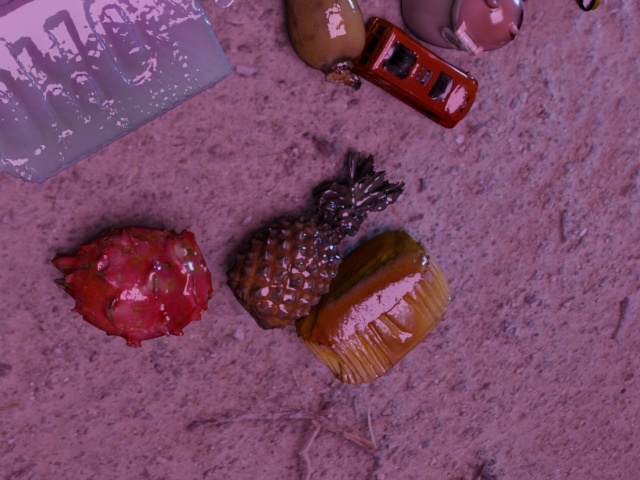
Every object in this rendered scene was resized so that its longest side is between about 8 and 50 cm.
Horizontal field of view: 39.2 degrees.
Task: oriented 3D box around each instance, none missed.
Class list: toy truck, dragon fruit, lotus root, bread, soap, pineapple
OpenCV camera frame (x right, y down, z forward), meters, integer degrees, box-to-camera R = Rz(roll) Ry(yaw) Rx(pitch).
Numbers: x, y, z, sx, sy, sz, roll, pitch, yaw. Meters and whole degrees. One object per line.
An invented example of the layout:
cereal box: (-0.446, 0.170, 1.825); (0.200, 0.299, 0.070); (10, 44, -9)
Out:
toy truck: (0.178, -0.283, 1.570); (0.253, 0.114, 0.107); (26, 99, -28)
dragon fruit: (-0.309, 0.068, 1.469); (0.268, 0.205, 0.210); (9, 72, -3)
lotus root: (0.009, -0.345, 1.467); (0.118, 0.125, 0.220); (-25, 112, -26)
bread: (0.090, 0.112, 1.651); (0.288, 0.204, 0.156); (-37, 125, 1)
soap: (-0.387, -0.256, 1.314); (0.446, 0.156, 0.261); (-30, 124, -8)
pineapple: (0.000, 0.000, 1.593); (0.361, 0.175, 0.175); (-39, 121, -10)

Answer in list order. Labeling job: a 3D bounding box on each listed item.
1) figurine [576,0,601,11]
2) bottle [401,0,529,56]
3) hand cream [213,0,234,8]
figurine: (0.517, -0.557, 1.574); (0.169, 0.218, 0.326); (39, 103, 10)
bottle: (0.246, -0.382, 1.485); (0.148, 0.236, 0.147); (-9, 114, -20)
hand cream: (-0.210, -0.509, 1.247); (0.359, 0.118, 0.185); (40, 90, -11)
